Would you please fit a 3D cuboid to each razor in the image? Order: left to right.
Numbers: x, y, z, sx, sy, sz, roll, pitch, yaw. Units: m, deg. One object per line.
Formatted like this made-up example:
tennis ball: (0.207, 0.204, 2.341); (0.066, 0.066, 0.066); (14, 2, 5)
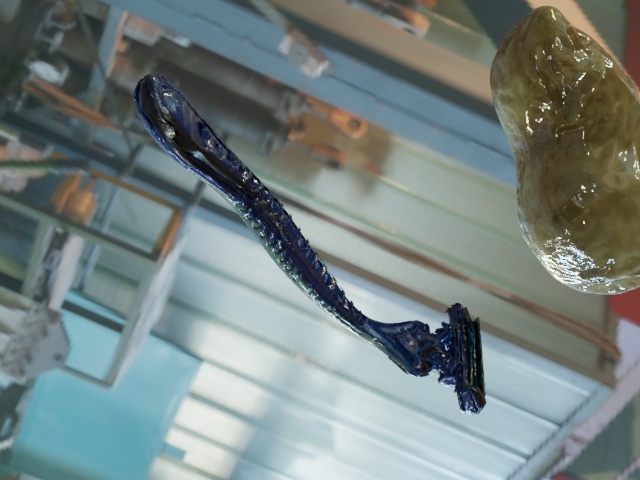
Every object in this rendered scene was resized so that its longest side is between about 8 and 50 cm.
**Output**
razor: (-0.009, 0.007, 0.745); (0.056, 0.324, 0.093); (-36, -152, 27)

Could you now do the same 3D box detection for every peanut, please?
peanut: (0.213, -0.069, 0.913); (0.137, 0.122, 0.253); (-31, 107, -56)
